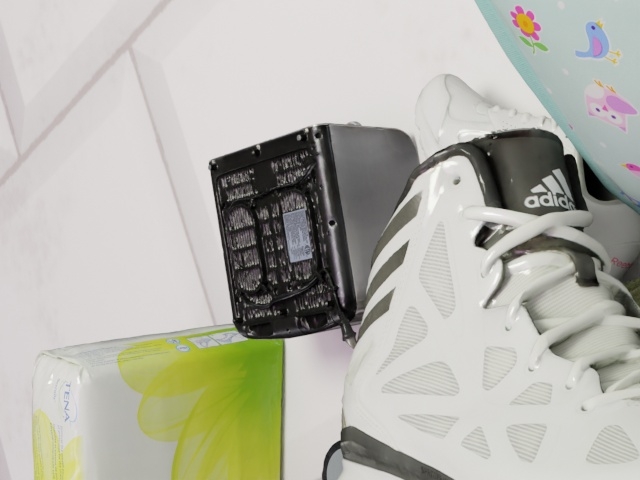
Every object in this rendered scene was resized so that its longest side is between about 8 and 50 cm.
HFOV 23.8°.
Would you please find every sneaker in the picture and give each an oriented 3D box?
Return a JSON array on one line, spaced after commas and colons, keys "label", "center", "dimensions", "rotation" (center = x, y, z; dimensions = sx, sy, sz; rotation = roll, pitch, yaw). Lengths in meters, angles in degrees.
[{"label": "sneaker", "center": [0.160, -0.057, 1.081], "dimensions": [0.115, 0.090, 0.232], "rotation": [-54, 54, 22]}, {"label": "sneaker", "center": [0.131, 0.053, 0.865], "dimensions": [0.447, 0.169, 0.258], "rotation": [-7, 80, 62]}]

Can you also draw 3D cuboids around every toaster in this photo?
[{"label": "toaster", "center": [0.000, 0.000, 1.258], "dimensions": [0.168, 0.110, 0.186], "rotation": [-15, 83, 53]}]

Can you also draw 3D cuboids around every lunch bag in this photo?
[{"label": "lunch bag", "center": [0.243, -0.115, 0.888], "dimensions": [0.223, 0.160, 0.262], "rotation": [-5, 126, 52]}]

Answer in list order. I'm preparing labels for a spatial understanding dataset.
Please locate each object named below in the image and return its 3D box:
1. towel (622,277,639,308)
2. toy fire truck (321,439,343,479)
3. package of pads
[{"label": "towel", "center": [0.263, 0.053, 0.967], "dimensions": [0.110, 0.027, 0.148], "rotation": [53, 141, -5]}, {"label": "toy fire truck", "center": [0.104, 0.291, 1.162], "dimensions": [0.217, 0.158, 0.246], "rotation": [15, 97, 50]}, {"label": "package of pads", "center": [-0.150, 0.232, 1.389], "dimensions": [0.101, 0.229, 0.297], "rotation": [11, 103, 51]}]
